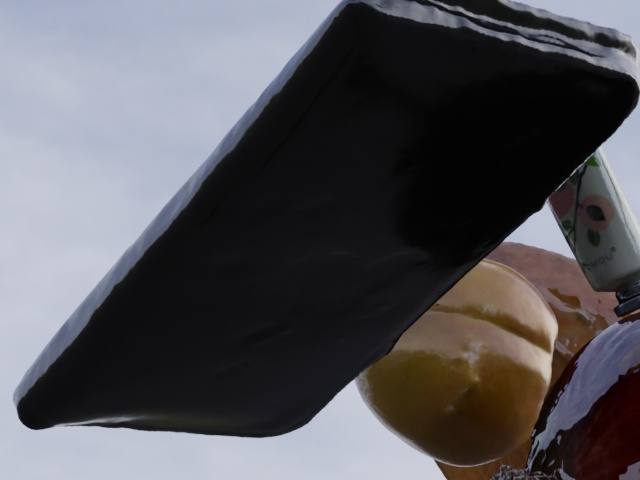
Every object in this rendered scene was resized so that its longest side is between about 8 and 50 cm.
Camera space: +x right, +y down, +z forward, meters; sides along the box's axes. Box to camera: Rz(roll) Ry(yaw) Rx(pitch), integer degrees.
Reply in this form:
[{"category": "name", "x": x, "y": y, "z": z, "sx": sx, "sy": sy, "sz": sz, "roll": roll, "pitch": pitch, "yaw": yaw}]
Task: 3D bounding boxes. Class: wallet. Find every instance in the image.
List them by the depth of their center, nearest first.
[{"category": "wallet", "x": 0.000, "y": 0.000, "z": 0.926, "sx": 0.197, "sy": 0.051, "sz": 0.377, "roll": 6, "pitch": -36, "yaw": -34}]

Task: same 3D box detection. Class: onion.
[{"category": "onion", "x": 0.192, "y": 0.153, "z": 0.979, "sx": 0.161, "sy": 0.248, "sz": 0.248, "roll": -19, "pitch": -22, "yaw": -21}]

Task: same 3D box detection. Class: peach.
[{"category": "peach", "x": 0.087, "y": 0.079, "z": 1.188, "sx": 0.138, "sy": 0.138, "sz": 0.138, "roll": 5, "pitch": -30, "yaw": 3}]

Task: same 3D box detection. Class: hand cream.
[{"category": "hand cream", "x": 0.184, "y": -0.056, "z": 1.313, "sx": 0.050, "sy": 0.234, "sz": 0.080, "roll": -20, "pitch": -10, "yaw": -36}]

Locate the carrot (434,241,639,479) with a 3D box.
[{"category": "carrot", "x": 0.180, "y": 0.133, "z": 1.445, "sx": 0.307, "sy": 0.100, "sz": 0.258, "roll": 48, "pitch": -38, "yaw": 14}]
